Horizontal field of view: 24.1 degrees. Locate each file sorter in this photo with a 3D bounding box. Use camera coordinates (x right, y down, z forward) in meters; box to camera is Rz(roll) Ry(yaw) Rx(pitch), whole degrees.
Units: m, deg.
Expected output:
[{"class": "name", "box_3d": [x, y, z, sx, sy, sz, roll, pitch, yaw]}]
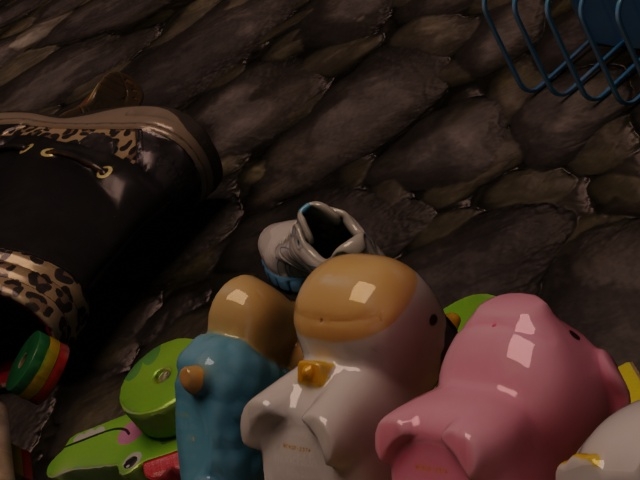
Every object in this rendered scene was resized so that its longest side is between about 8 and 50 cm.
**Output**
[{"class": "file sorter", "box_3d": [0.233, -0.181, 1.232, 0.104, 0.118, 0.170, -41, 30, -20]}]

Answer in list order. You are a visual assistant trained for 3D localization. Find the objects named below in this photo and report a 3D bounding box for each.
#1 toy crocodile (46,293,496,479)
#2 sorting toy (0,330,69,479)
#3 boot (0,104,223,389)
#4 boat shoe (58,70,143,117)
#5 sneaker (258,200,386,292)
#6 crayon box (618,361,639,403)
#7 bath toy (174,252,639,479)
[{"class": "toy crocodile", "box_3d": [-0.017, 0.116, 0.933, 0.340, 0.115, 0.105, -18, 35, 18]}, {"class": "sorting toy", "box_3d": [-0.235, 0.199, 0.997, 0.274, 0.046, 0.132, -57, 20, 6]}, {"class": "boot", "box_3d": [-0.301, 0.008, 1.376, 0.377, 0.138, 0.284, -4, 35, 29]}, {"class": "boat shoe", "box_3d": [-0.256, -0.115, 1.636, 0.060, 0.064, 0.178, -45, 7, 45]}, {"class": "sneaker", "box_3d": [0.000, 0.000, 1.163, 0.071, 0.083, 0.191, -38, 27, -18]}, {"class": "crayon box", "box_3d": [0.116, 0.201, 0.698, 0.202, 0.081, 0.318, -24, 27, 6]}, {"class": "bath toy", "box_3d": [0.078, 0.089, 0.712, 0.129, 0.151, 0.348, -5, 9, -42]}]
